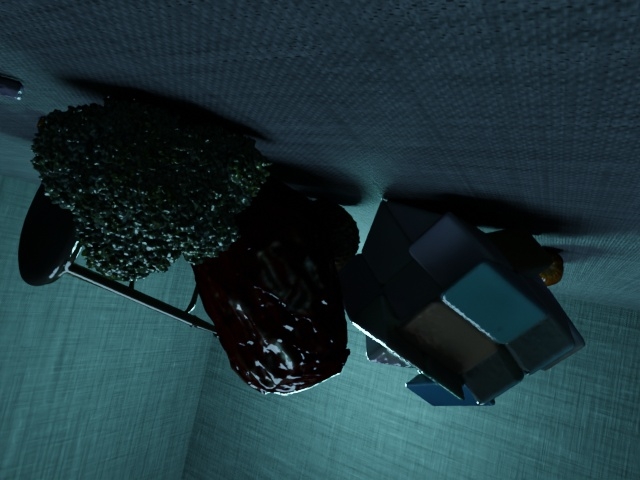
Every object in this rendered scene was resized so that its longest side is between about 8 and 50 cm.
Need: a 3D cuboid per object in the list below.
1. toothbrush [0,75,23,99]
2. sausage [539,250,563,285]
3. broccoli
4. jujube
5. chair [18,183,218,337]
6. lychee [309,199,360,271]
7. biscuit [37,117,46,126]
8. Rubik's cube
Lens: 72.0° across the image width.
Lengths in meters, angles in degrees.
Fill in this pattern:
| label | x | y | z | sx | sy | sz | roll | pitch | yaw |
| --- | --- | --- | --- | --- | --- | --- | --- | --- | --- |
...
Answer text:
| label | x | y | z | sx | sy | sz | roll | pitch | yaw |
| --- | --- | --- | --- | --- | --- | --- | --- | --- | --- |
| toothbrush | -0.539 | -0.224 | 0.512 | 0.353 | 0.024 | 0.029 | 13 | -179 | -13 |
| sausage | 0.523 | 0.073 | 1.079 | 0.089 | 0.084 | 0.300 | -2 | 172 | 18 |
| broccoli | -0.254 | -0.083 | 0.634 | 0.252 | 0.221 | 0.361 | -28 | -161 | -31 |
| jujube | -0.089 | 0.078 | 0.768 | 0.258 | 0.377 | 0.258 | -16 | 174 | -2 |
| chair | -0.455 | -0.004 | 1.082 | 0.361 | 0.365 | 0.410 | 8 | 170 | 40 |
| lychee | -0.006 | 0.001 | 0.944 | 0.194 | 0.195 | 0.194 | 12 | 176 | 1 |
| biscuit | -0.420 | -0.173 | 0.816 | 0.125 | 0.025 | 0.206 | 8 | 174 | 39 |
| Rubik's cube | 0.230 | 0.110 | 0.803 | 0.387 | 0.358 | 0.368 | 17 | -145 | -45 |
